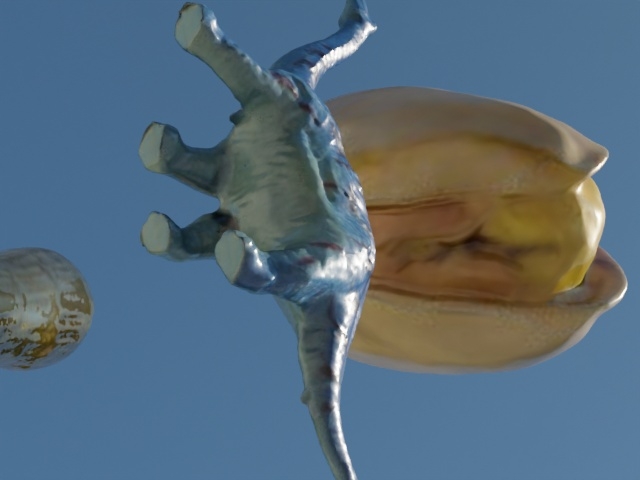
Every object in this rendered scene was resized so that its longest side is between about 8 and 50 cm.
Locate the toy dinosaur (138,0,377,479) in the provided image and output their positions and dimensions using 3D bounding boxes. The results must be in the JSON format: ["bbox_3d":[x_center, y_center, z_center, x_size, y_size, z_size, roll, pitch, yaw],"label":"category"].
[{"bbox_3d":[-0.023,-0.019,0.744,0.144,0.329,0.076,24,-44,-33],"label":"toy dinosaur"}]

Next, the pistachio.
[{"bbox_3d":[0.081,-0.012,1.206,0.309,0.230,0.230,1,-58,39],"label":"pistachio"}]

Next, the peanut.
[{"bbox_3d":[-0.220,0.042,0.971,0.087,0.206,0.087,0,-90,31],"label":"peanut"}]
